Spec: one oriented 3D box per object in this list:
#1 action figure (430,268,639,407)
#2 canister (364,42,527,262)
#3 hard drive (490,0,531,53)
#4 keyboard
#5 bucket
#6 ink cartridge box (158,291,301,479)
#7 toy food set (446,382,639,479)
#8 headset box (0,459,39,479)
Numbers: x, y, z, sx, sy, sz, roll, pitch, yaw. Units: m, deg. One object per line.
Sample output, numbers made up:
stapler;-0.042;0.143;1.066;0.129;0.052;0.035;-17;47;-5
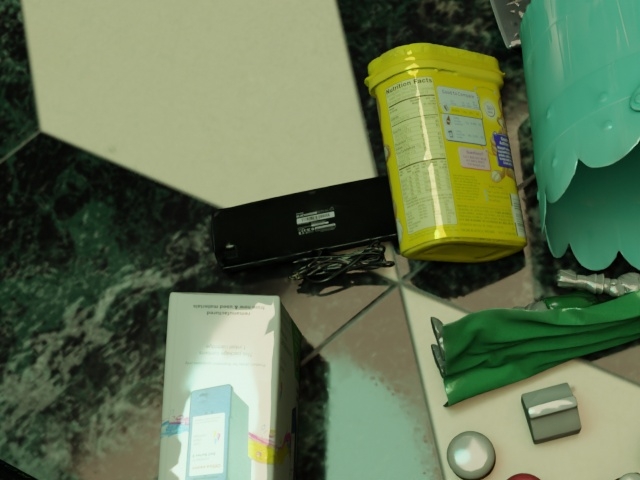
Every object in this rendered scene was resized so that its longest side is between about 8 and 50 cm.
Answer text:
action figure;0.207;0.064;1.069;0.232;0.137;0.063;-14;60;-5
canister;0.109;-0.071;1.109;0.073;0.126;0.170;-24;68;47
hard drive;0.221;-0.295;1.187;0.172;0.054;0.254;-11;74;5
keyboard;0.000;0.000;1.156;0.192;0.038;0.100;-11;50;6
bucket;0.289;-0.107;1.020;0.281;0.281;0.183;-8;69;6
ink cartridge box;-0.070;0.161;1.049;0.093;0.154;0.212;2;74;7
toy food set;0.217;0.161;1.035;0.232;0.104;0.111;-15;73;4
headset box;-0.273;0.240;0.991;0.246;0.283;0.131;25;80;15
